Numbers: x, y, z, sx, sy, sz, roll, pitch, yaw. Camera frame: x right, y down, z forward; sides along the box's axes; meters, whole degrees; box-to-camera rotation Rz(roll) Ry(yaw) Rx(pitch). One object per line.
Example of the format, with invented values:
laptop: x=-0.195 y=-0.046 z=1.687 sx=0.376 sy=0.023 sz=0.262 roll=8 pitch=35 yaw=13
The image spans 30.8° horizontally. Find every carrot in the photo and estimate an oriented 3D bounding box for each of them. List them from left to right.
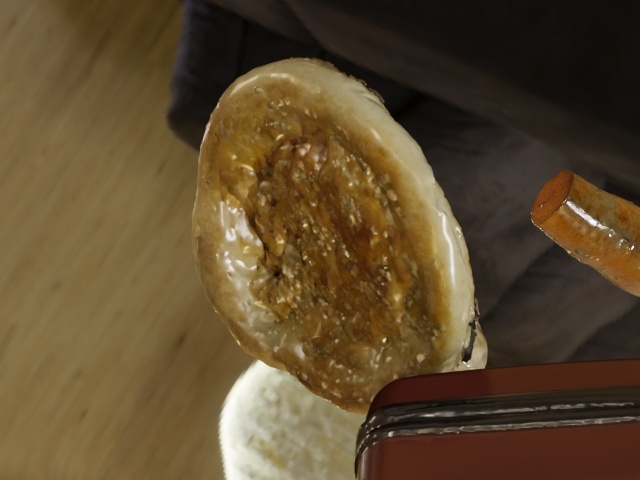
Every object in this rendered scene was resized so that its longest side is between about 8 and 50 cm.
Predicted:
carrot: x=0.464 y=0.002 z=1.773 sx=0.301 sy=0.139 sz=0.138 roll=27 pitch=178 yaw=-15

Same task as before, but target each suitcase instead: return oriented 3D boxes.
suitcase: x=0.149 y=0.233 z=0.776 sx=0.236 sy=0.297 sz=0.161 roll=-6 pitch=-151 yaw=13

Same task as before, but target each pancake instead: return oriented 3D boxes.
pancake: x=0.001 y=0.000 z=0.870 sx=0.282 sy=0.283 sz=0.049 roll=30 pitch=-146 yaw=32

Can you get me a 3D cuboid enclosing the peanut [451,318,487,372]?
peanut: x=0.114 y=0.084 z=1.269 sx=0.099 sy=0.099 sz=0.214 roll=33 pitch=-166 yaw=-24
